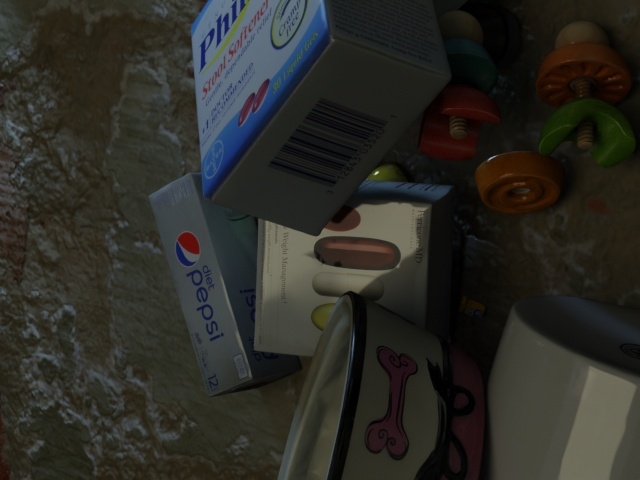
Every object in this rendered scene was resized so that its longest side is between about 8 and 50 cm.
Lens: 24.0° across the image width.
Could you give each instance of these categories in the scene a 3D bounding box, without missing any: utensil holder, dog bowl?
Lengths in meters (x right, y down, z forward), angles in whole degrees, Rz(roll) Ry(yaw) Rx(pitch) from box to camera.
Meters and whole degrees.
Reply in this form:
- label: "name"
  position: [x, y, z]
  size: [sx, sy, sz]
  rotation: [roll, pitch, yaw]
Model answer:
- label: "utensil holder"
  position: [0.284, 0.283, 1.513]
  size: [0.328, 0.328, 0.385]
  rotation: [22, 105, 37]
- label: "dog bowl"
  position: [0.047, 0.265, 1.553]
  size: [0.150, 0.408, 0.408]
  rotation: [14, 107, -6]

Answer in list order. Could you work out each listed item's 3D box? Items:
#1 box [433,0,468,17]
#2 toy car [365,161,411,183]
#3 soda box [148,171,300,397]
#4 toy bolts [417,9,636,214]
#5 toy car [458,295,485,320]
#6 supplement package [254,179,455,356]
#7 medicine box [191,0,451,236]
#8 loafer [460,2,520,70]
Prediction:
- label: "box"
  position: [0.135, -0.328, 1.702]
  size: [0.126, 0.072, 0.137]
  rotation: [-41, 37, 15]
- label: "toy car"
  position: [0.000, 0.000, 1.903]
  size: [0.225, 0.053, 0.239]
  rotation: [20, 105, 37]
- label: "soda box"
  position: [-0.126, 0.055, 1.984]
  size: [0.091, 0.098, 0.286]
  rotation: [-26, 76, 39]
- label: "toy bolts"
  position: [0.202, -0.154, 1.649]
  size: [0.218, 0.229, 0.158]
  rotation: [131, 146, -54]
- label: "toy car"
  position: [0.168, 0.133, 1.774]
  size: [0.041, 0.060, 0.122]
  rotation: [18, 115, 5]
- label: "supplement package"
  position: [0.042, 0.032, 1.758]
  size: [0.203, 0.149, 0.194]
  rotation: [4, 100, 15]
- label: "medicine box"
  position: [-0.012, -0.203, 1.621]
  size: [0.263, 0.149, 0.289]
  rotation: [-50, 35, 37]
- label: "loafer"
  position: [0.087, -0.237, 1.786]
  size: [0.303, 0.095, 0.109]
  rotation: [-1, 93, 40]
